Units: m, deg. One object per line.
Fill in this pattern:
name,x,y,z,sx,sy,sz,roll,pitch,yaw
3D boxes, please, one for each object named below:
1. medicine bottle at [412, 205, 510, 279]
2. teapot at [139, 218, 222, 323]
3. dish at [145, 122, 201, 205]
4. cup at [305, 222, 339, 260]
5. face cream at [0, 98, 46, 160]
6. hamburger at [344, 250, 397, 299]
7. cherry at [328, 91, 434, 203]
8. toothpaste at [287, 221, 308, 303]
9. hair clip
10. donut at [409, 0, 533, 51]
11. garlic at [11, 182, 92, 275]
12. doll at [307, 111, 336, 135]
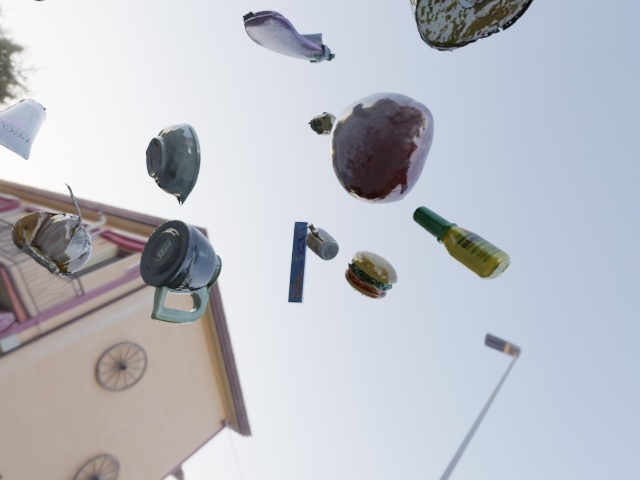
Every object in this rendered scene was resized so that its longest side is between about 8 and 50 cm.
medicine bottle,0.378,-0.002,1.301,0.309,0.111,0.076,42,-37,40
teapot,-0.450,0.107,1.595,0.239,0.239,0.322,-36,-129,17
dish,-0.548,-0.289,1.685,0.302,0.120,0.304,0,-90,48
cup,0.007,-0.001,1.405,0.099,0.074,0.102,42,-41,54
face cream,-0.559,-0.210,0.857,0.058,0.092,0.244,-49,-148,9
hamburger,0.153,0.105,1.414,0.162,0.162,0.115,36,-69,22
cherry,0.174,-0.285,1.370,0.335,0.291,0.327,105,-27,-43
toothpaste,-0.071,0.075,1.559,0.066,0.053,0.273,93,1,-77
hair clip,-0.089,-0.561,1.292,0.110,0.358,0.096,29,-66,28
donut,0.297,-0.517,0.930,0.272,0.271,0.107,-58,-139,43
garlic,-0.741,-0.017,1.298,0.207,0.207,0.257,42,-56,17
doll,0.044,-0.381,1.573,0.179,0.102,0.089,12,-19,7
